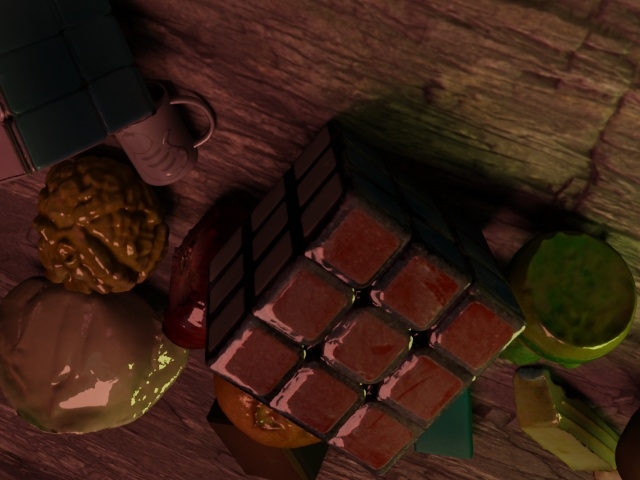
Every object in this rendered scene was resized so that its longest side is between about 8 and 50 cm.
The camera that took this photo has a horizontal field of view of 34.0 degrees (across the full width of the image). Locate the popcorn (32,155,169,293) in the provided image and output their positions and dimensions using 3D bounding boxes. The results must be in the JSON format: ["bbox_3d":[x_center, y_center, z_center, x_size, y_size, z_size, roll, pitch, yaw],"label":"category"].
[{"bbox_3d":[-0.373,-0.016,1.740,0.259,0.212,0.259,12,138,11],"label":"popcorn"}]

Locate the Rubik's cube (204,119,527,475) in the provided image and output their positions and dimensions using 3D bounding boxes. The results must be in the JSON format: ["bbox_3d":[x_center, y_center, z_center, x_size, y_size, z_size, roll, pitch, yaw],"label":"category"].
[{"bbox_3d":[0.048,0.070,1.416,0.305,0.301,0.304,37,106,-18],"label":"Rubik's cube"}]

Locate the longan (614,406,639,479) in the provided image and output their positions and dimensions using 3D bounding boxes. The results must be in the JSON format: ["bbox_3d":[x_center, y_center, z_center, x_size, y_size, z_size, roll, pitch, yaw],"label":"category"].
[{"bbox_3d":[0.575,0.331,1.657,0.212,0.198,0.198,-11,135,23],"label":"longan"}]

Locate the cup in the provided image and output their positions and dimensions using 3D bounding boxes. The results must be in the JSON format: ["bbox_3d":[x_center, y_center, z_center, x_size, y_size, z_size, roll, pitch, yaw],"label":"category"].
[{"bbox_3d":[-0.233,-0.157,1.545,0.136,0.099,0.133,6,142,27],"label":"cup"}]

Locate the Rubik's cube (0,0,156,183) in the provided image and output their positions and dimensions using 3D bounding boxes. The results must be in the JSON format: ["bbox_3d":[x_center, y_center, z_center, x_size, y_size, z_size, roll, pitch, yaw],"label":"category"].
[{"bbox_3d":[-0.397,-0.211,1.385,0.221,0.231,0.225,-9,109,44],"label":"Rubik's cube"}]

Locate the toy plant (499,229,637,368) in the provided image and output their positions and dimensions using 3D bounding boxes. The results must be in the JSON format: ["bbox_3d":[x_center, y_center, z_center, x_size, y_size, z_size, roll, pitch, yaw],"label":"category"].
[{"bbox_3d":[0.325,0.105,1.542,0.224,0.185,0.316,31,162,-3],"label":"toy plant"}]

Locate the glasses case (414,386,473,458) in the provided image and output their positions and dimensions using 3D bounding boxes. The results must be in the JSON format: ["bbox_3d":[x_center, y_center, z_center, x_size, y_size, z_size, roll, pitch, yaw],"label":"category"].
[{"bbox_3d":[0.226,0.305,1.946,0.117,0.070,0.301,7,142,14],"label":"glasses case"}]

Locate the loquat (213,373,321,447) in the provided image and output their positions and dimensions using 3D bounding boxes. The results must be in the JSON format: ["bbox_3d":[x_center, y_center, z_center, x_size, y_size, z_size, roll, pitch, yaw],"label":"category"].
[{"bbox_3d":[-0.049,0.205,1.773,0.275,0.284,0.276,7,140,6],"label":"loquat"}]

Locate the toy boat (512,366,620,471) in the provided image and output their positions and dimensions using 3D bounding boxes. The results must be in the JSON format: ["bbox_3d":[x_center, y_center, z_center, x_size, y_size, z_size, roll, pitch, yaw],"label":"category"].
[{"bbox_3d":[0.431,0.328,1.832,0.111,0.084,0.276,-13,133,45],"label":"toy boat"}]

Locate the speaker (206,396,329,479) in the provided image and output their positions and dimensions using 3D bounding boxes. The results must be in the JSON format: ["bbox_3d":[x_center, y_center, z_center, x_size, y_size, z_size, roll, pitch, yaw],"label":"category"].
[{"bbox_3d":[-0.101,0.382,2.170,0.192,0.153,0.231,4,142,26],"label":"speaker"}]

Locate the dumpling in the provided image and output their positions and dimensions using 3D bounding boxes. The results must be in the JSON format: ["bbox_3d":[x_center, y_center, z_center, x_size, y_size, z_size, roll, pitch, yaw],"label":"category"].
[{"bbox_3d":[-0.474,0.216,2.022,0.395,0.316,0.233,26,152,12],"label":"dumpling"}]

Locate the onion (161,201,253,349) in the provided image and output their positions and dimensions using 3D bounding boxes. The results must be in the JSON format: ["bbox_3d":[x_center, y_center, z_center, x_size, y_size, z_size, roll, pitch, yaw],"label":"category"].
[{"bbox_3d":[-0.166,0.060,1.675,0.161,0.248,0.248,32,148,-32],"label":"onion"}]

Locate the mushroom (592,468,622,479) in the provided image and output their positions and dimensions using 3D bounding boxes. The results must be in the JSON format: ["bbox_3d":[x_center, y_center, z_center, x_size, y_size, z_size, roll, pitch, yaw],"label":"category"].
[{"bbox_3d":[0.583,0.415,1.859,0.209,0.094,0.072,-28,77,53],"label":"mushroom"}]
